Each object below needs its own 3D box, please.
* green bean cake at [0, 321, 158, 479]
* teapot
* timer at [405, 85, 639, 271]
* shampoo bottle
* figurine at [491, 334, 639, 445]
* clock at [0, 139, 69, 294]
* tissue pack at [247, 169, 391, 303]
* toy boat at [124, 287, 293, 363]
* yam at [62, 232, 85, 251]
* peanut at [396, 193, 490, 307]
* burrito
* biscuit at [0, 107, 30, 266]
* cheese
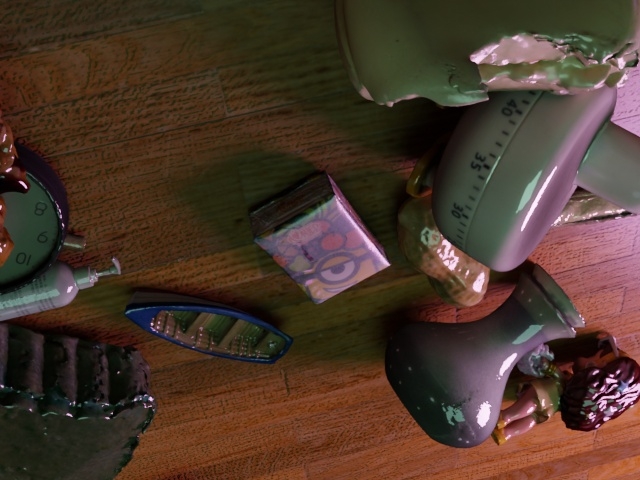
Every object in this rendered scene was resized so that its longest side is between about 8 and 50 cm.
[{"bbox_3d":[-0.351,0.220,1.125,0.255,0.132,0.241,12,129,-30],"label":"green bean cake"},{"bbox_3d":[0.217,0.146,1.213,0.251,0.183,0.183,-37,134,3],"label":"teapot"},{"bbox_3d":[0.230,-0.072,0.946,0.233,0.240,0.233,-49,160,-25],"label":"timer"},{"bbox_3d":[-0.317,0.054,1.025,0.195,0.056,0.056,-12,135,-5],"label":"shampoo bottle"},{"bbox_3d":[0.358,0.226,1.363,0.240,0.116,0.175,-14,135,-4],"label":"figurine"},{"bbox_3d":[-0.348,-0.022,0.932,0.184,0.040,0.185,-5,125,-8],"label":"clock"},{"bbox_3d":[0.000,0.000,1.069,0.108,0.060,0.148,-30,135,10],"label":"tissue pack"},{"bbox_3d":[-0.139,0.102,1.136,0.229,0.046,0.080,19,126,-31],"label":"toy boat"},{"bbox_3d":[-0.311,-0.005,0.994,0.116,0.021,0.021,11,129,-24],"label":"yam"},{"bbox_3d":[0.150,0.011,1.114,0.089,0.089,0.193,-32,135,14],"label":"peanut"},{"bbox_3d":[0.330,-0.042,1.150,0.185,0.041,0.045,-8,93,-9],"label":"burrito"},{"bbox_3d":[-0.412,-0.085,0.810,0.289,0.081,0.334,-21,118,4],"label":"biscuit"},{"bbox_3d":[0.144,-0.201,0.800,0.266,0.233,0.127,-9,158,-8],"label":"cheese"}]
